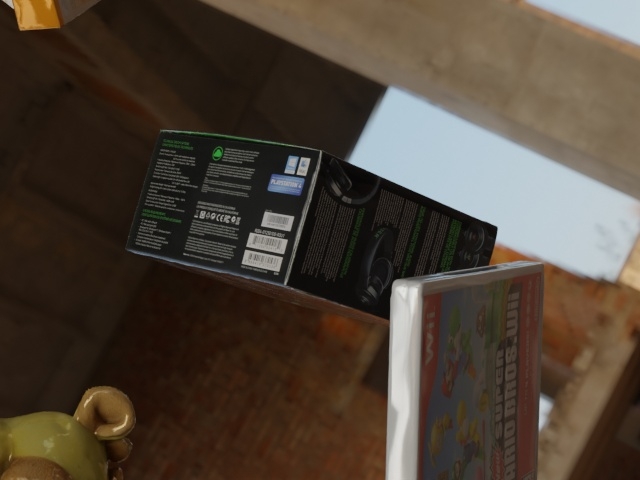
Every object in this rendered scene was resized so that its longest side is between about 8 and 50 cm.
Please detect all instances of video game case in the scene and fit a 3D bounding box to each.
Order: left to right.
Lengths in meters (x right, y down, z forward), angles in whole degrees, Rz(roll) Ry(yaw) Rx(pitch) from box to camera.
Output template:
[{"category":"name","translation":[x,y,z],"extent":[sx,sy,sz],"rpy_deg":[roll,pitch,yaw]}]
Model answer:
[{"category":"video game case","translation":[0.114,0.123,1.107],"extent":[0.285,0.025,0.204],"rpy_deg":[-4,-83,-65]}]

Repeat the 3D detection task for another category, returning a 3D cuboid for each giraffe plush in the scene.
[{"category":"giraffe plush","translation":[-0.208,0.152,0.898],"extent":[0.181,0.170,0.210],"rpy_deg":[115,169,-48]}]

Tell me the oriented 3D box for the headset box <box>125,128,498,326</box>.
[{"category":"headset box","translation":[0.000,0.000,1.471],"extent":[0.283,0.246,0.131],"rpy_deg":[21,-97,-43]}]

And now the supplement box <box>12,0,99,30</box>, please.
[{"category":"supplement box","translation":[-0.180,-0.193,1.037],"extent":[0.098,0.036,0.062],"rpy_deg":[-51,-45,-55]}]

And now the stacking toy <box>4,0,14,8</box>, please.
[{"category":"stacking toy","translation":[-0.426,-0.309,1.746],"extent":[0.130,0.279,0.309],"rpy_deg":[-57,7,24]}]
